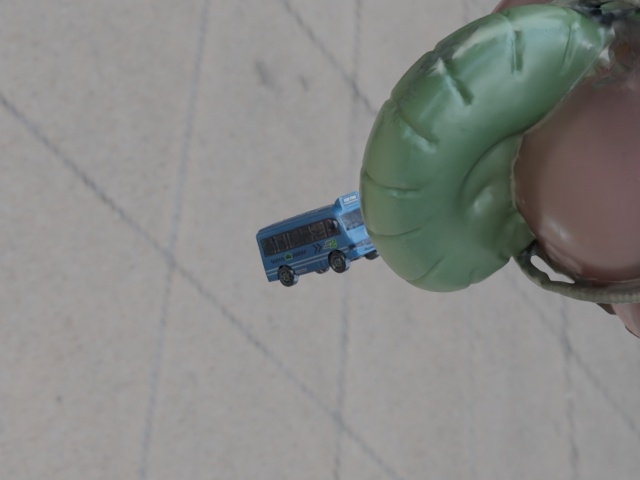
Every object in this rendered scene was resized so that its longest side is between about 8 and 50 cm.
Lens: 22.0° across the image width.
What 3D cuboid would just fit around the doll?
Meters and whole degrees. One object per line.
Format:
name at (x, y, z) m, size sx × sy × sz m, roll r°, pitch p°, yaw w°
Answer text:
doll at (0.169, -0.039, 0.726) m, size 0.216 × 0.284 × 0.268 m, roll 59°, pitch 6°, yaw 37°

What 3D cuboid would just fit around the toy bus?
toy bus at (0.000, 0.000, 1.059) m, size 0.038 × 0.083 × 0.046 m, roll -21°, pitch 93°, yaw -47°
